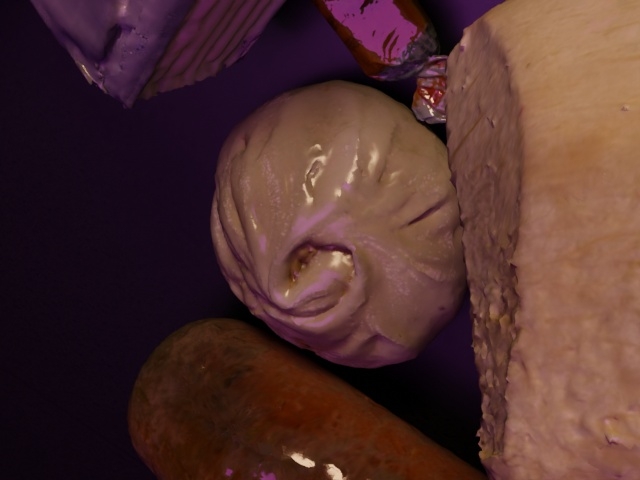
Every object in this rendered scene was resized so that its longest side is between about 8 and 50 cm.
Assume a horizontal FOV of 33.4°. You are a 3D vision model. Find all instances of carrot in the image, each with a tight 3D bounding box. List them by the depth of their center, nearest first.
[{"bbox_3d":[0.014,0.156,0.675,0.301,0.138,0.139,23,120,19],"label":"carrot"}]

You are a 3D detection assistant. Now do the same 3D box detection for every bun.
[{"bbox_3d":[0.000,0.000,0.640,0.183,0.102,0.183,11,115,24],"label":"bun"}]

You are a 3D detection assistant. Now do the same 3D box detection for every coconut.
[{"bbox_3d":[0.203,0.002,0.438,0.254,0.297,0.297,-15,104,32],"label":"coconut"}]

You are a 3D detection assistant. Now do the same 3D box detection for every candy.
[{"bbox_3d":[0.023,-0.141,0.599,0.053,0.046,0.182,-36,93,23],"label":"candy"}]

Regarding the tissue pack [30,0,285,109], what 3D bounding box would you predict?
[{"bbox_3d":[-0.058,-0.258,0.486,0.242,0.125,0.343,57,137,9],"label":"tissue pack"}]
